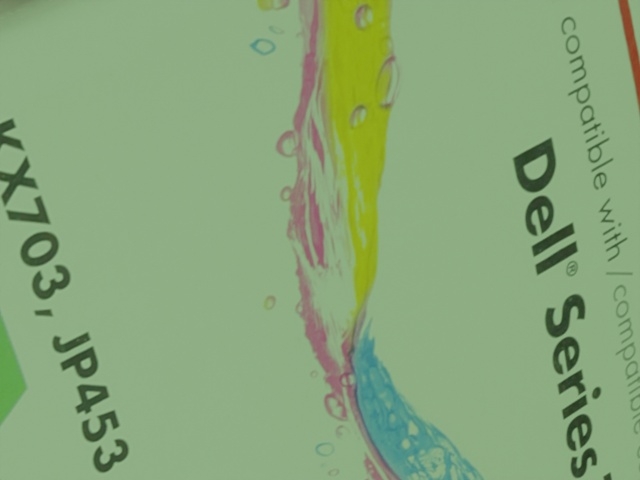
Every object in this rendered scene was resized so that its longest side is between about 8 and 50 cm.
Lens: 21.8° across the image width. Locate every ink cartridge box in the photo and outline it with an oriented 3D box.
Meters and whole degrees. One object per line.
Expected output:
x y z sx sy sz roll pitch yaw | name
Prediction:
0.000 0.000 0.429 0.353 0.119 0.207 -29 117 -29 | ink cartridge box
